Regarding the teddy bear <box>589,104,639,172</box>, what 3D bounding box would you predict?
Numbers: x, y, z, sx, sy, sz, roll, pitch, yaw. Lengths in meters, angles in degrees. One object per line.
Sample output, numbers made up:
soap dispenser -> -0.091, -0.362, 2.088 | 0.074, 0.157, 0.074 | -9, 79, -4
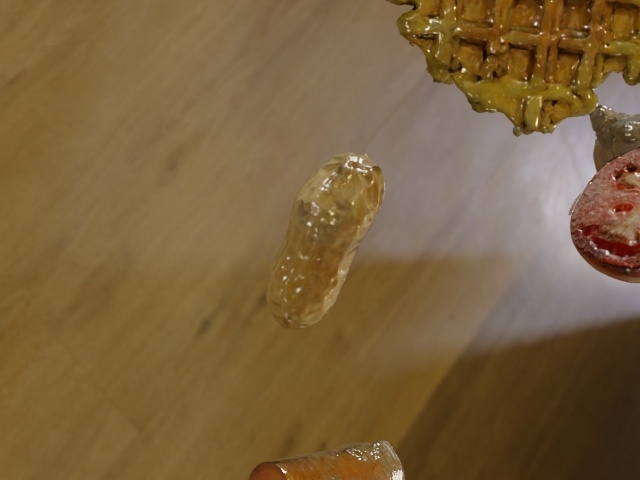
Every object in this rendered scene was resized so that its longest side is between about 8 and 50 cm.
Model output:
teddy bear -> 0.549, -0.145, 1.945 | 0.236, 0.267, 0.151 | 32, 82, 2

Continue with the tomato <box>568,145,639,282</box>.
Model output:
tomato -> 0.471, -0.031, 1.648 | 0.085, 0.225, 0.225 | 46, 65, -37

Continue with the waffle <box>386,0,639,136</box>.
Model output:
waffle -> 0.162, -0.215, 0.835 | 0.254, 0.052, 0.245 | -42, 94, 10

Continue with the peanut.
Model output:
peanut -> 0.000, 0.000, 1.288 | 0.099, 0.099, 0.214 | 15, 103, -45

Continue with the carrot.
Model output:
carrot -> 0.020, 0.380, 1.776 | 0.301, 0.138, 0.139 | 1, 96, -51
